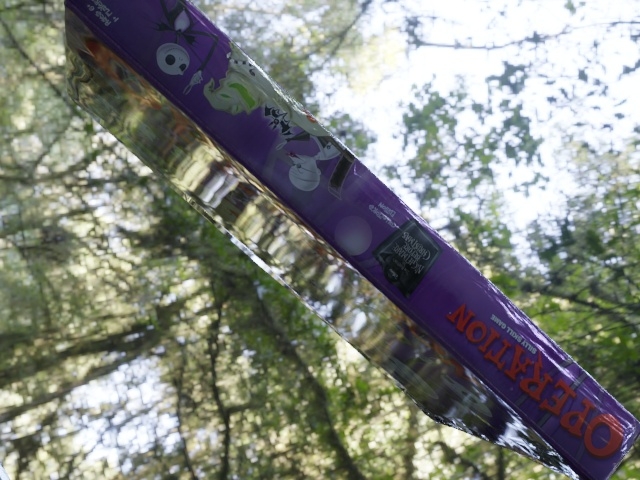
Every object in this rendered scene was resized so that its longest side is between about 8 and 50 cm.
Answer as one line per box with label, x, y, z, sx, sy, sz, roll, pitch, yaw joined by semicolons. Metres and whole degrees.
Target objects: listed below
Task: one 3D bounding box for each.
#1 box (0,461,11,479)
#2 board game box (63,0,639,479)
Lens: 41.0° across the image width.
box;-0.502;0.406;1.145;0.136;0.225;0.036;43;-7;35
board game box;0.000;0.000;0.496;0.347;0.056;0.208;42;-16;-10
